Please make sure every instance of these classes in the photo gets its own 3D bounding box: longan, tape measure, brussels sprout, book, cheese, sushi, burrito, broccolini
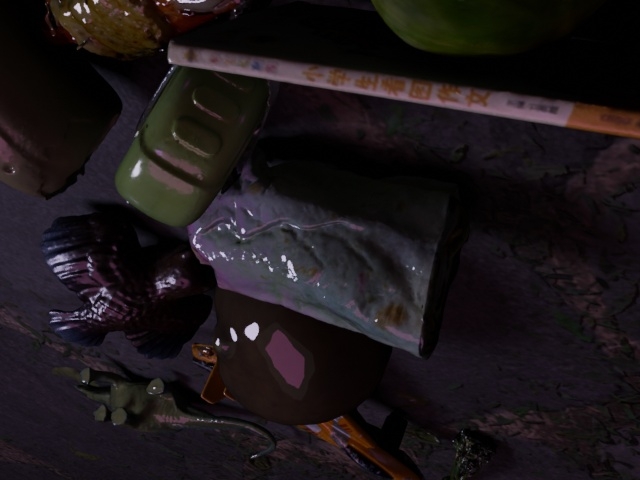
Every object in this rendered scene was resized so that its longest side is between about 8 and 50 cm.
[{"bbox_3d":[-0.018,0.083,1.030,0.189,0.189,0.189,18,151,10],"label":"longan"},{"bbox_3d":[-0.091,-0.083,0.829,0.087,0.154,0.177,31,146,-9],"label":"tape measure"},{"bbox_3d":[0.089,-0.163,0.541,0.143,0.162,0.181,9,159,14],"label":"brussels sprout"},{"bbox_3d":[0.090,-0.099,0.625,0.295,0.208,0.020,11,110,14],"label":"book"},{"bbox_3d":[-0.244,-0.134,0.856,0.091,0.175,0.202,-35,97,15],"label":"cheese"},{"bbox_3d":[-0.130,-0.179,0.750,0.226,0.103,0.097,-8,169,41],"label":"sushi"},{"bbox_3d":[0.000,0.000,0.900,0.228,0.144,0.089,14,175,17],"label":"burrito"},{"bbox_3d":[0.166,0.286,1.357,0.054,0.052,0.194,25,152,4],"label":"broccolini"}]

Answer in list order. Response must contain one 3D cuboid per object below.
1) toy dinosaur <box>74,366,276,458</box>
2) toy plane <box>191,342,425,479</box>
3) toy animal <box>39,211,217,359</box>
[{"bbox_3d":[-0.237,0.230,1.537,0.362,0.077,0.147,8,167,29],"label":"toy dinosaur"},{"bbox_3d":[0.015,0.191,1.270,0.316,0.103,0.204,30,153,-27],"label":"toy plane"},{"bbox_3d":[-0.192,0.059,1.166,0.179,0.116,0.218,-6,134,43],"label":"toy animal"}]
